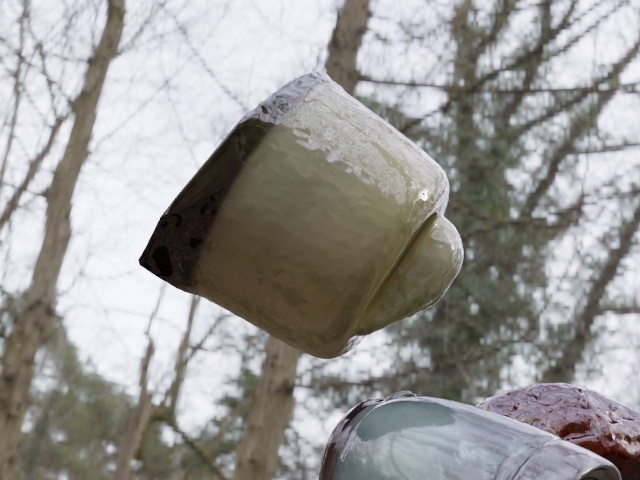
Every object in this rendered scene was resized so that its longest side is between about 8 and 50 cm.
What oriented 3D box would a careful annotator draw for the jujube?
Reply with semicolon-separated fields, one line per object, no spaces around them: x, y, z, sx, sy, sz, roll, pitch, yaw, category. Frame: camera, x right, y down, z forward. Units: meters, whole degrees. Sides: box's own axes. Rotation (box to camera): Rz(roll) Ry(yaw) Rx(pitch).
0.302;0.277;1.683;0.290;0.197;0.197;3;-41;-15;jujube

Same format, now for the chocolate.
0.000;0.000;1.640;0.297;0.326;0.314;44;1;12;chocolate

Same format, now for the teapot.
0.116;0.318;1.474;0.312;0.315;0.233;22;-20;35;teapot
